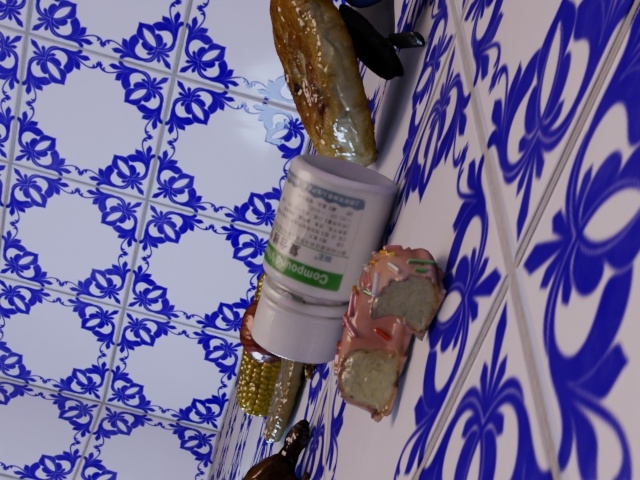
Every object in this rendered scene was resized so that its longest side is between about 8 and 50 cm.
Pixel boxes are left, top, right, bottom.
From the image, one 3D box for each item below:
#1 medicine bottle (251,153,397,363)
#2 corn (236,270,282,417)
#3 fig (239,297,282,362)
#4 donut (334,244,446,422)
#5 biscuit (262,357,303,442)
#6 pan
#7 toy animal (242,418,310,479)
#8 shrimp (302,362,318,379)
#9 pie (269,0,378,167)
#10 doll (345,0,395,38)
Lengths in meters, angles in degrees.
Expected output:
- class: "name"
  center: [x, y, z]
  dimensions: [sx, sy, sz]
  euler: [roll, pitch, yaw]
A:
- class: "medicine bottle"
  center: [-0.002, 0.022, 1.183]
  dimensions: [0.139, 0.139, 0.237]
  euler: [-92, 19, -72]
- class: "corn"
  center: [-0.094, 0.184, 1.852]
  dimensions: [0.115, 0.115, 0.317]
  euler: [173, 112, -84]
- class: "fig"
  center: [-0.070, 0.154, 1.721]
  dimensions: [0.128, 0.150, 0.128]
  euler: [-16, -90, -80]
- class: "donut"
  center: [0.057, 0.065, 0.848]
  dimensions: [0.117, 0.065, 0.166]
  euler: [-85, 13, -59]
- class: "biscuit"
  center: [-0.054, 0.246, 1.618]
  dimensions: [0.141, 0.038, 0.290]
  euler: [-85, 10, -59]
- class: "pan"
  center: [0.084, -0.276, 1.343]
  dimensions: [0.028, 0.136, 0.235]
  euler: [-45, 20, -7]
- class: "toy animal"
  center: [-0.059, 0.318, 1.280]
  dimensions: [0.179, 0.089, 0.188]
  euler: [-61, -3, -12]
- class: "shrimp"
  center: [-0.011, 0.173, 1.452]
  dimensions: [0.127, 0.025, 0.091]
  euler: [-75, 3, -51]
- class: "pie"
  center: [0.001, -0.249, 1.391]
  dimensions: [0.315, 0.092, 0.315]
  euler: [160, 90, -84]
- class: "doll"
  center: [0.089, -0.465, 1.343]
  dimensions: [0.365, 0.187, 0.376]
  euler: [-56, -40, -79]
